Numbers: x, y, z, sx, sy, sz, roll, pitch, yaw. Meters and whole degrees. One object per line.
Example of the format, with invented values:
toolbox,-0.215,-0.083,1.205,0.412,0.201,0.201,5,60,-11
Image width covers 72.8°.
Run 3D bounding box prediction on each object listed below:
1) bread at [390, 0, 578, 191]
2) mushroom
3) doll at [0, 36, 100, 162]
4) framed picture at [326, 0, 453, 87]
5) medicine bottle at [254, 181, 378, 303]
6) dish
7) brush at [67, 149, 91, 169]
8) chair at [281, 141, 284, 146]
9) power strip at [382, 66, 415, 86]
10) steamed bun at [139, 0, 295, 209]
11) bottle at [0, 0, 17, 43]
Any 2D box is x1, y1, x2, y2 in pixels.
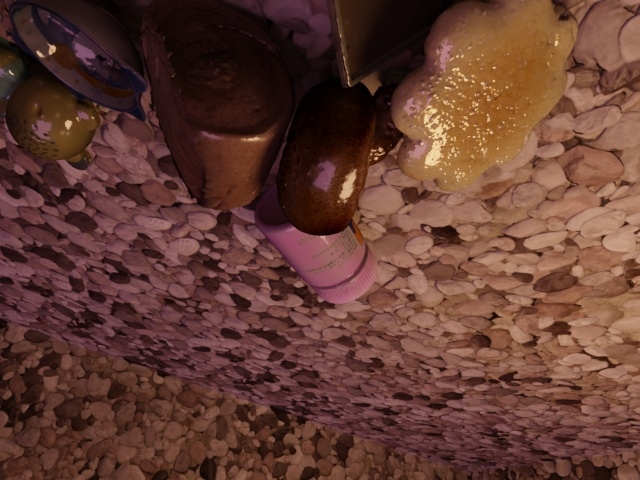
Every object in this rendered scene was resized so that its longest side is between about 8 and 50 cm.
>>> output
bread,0.237,-0.202,0.616,0.316,0.054,0.315,-19,136,-20
mushroom,0.024,-0.144,0.698,0.163,0.297,0.278,31,100,-2
doll,-0.552,-0.264,0.812,0.261,0.161,0.177,35,136,-23
framed picture,0.083,-0.354,0.502,0.016,0.213,0.289,40,159,36
medicine bottle,0.000,0.000,0.976,0.178,0.178,0.290,-11,137,28
dish,-0.364,-0.305,0.697,0.237,0.086,0.228,30,158,-9
brush,-0.618,-0.260,0.954,0.062,0.027,0.266,-13,132,29
chair,-0.108,-0.177,0.902,0.037,0.042,0.086,22,106,-14
power strip,0.148,-0.264,0.724,0.090,0.016,0.040,9,142,4
steamed bun,-0.153,-0.219,0.692,0.199,0.301,0.251,-19,159,-20
bottle,-0.463,-0.389,0.679,0.099,0.098,0.152,36,140,-28
